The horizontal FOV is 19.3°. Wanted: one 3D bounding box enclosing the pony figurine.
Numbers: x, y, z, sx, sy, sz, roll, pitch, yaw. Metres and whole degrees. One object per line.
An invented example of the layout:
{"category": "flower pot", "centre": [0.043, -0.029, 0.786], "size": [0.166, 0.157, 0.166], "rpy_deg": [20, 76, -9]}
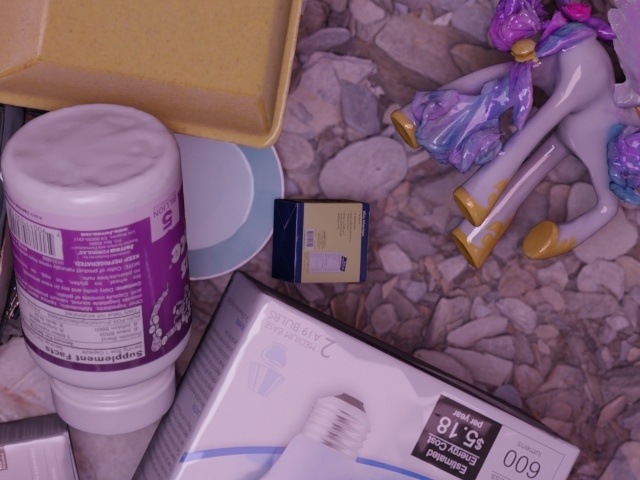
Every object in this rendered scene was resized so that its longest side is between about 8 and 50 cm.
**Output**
{"category": "pony figurine", "centre": [0.258, -0.165, 1.873], "size": [0.363, 0.303, 0.351], "rpy_deg": [-36, 130, -6]}

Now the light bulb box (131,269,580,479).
{"category": "light bulb box", "centre": [0.002, 0.273, 1.875], "size": [0.358, 0.225, 0.361], "rpy_deg": [26, 91, -10]}

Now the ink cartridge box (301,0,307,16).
{"category": "ink cartridge box", "centre": [-0.045, -0.339, 1.896], "size": [0.109, 0.062, 0.209], "rpy_deg": [15, 92, -7]}

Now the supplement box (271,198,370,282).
{"category": "supplement box", "centre": [0.000, 0.000, 1.923], "size": [0.083, 0.056, 0.083], "rpy_deg": [0, 96, -27]}

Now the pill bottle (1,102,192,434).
{"category": "pill bottle", "centre": [-0.209, 0.034, 1.811], "size": [0.169, 0.169, 0.301], "rpy_deg": [-6, 126, -7]}

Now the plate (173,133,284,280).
{"category": "plate", "centre": [-0.131, -0.053, 1.930], "size": [0.188, 0.024, 0.188], "rpy_deg": [-1, 95, -8]}

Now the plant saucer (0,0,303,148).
{"category": "plant saucer", "centre": [-0.158, -0.276, 1.835], "size": [0.333, 0.081, 0.333], "rpy_deg": [11, 94, 16]}

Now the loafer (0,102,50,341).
{"category": "loafer", "centre": [-0.301, -0.004, 1.880], "size": [0.084, 0.096, 0.267], "rpy_deg": [9, 91, -24]}

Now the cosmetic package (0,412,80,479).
{"category": "cosmetic package", "centre": [-0.360, 0.259, 1.889], "size": [0.238, 0.107, 0.127], "rpy_deg": [-12, 100, -9]}
